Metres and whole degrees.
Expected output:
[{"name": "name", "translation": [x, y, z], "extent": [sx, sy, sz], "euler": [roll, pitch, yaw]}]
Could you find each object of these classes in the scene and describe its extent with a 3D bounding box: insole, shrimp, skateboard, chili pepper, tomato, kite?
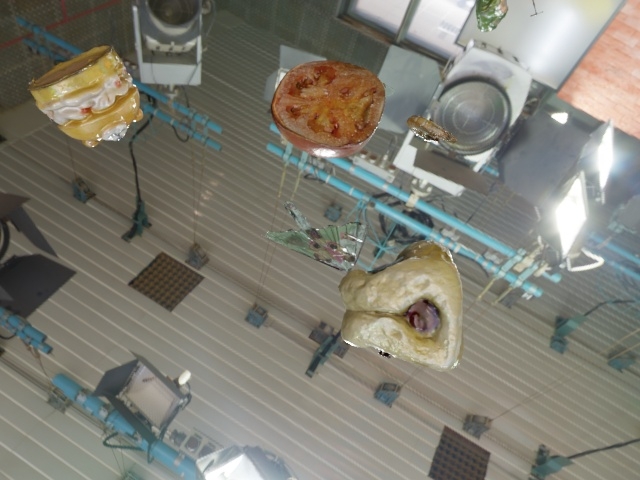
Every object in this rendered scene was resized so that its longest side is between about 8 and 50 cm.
[{"name": "insole", "translation": [0.202, -0.546, 1.576], "extent": [0.153, 0.053, 0.002], "euler": [12, -117, -34]}, {"name": "shrimp", "translation": [0.316, -0.304, 1.277], "extent": [0.162, 0.095, 0.045], "euler": [33, -113, 20]}, {"name": "skateboard", "translation": [0.565, -0.642, 1.171], "extent": [0.032, 0.064, 0.083], "euler": [-12, -93, 12]}, {"name": "chili pepper", "translation": [0.370, -0.513, 0.959], "extent": [0.076, 0.085, 0.359], "euler": [50, -153, 1]}, {"name": "tomato", "translation": [0.021, -0.358, 1.274], "extent": [0.338, 0.143, 0.338], "euler": [1, -120, -2]}, {"name": "kite", "translation": [0.000, 0.000, 1.011], "extent": [0.268, 0.323, 0.013], "euler": [47, -127, -34]}]

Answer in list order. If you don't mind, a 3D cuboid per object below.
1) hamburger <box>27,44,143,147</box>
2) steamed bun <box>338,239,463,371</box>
[{"name": "hamburger", "translation": [-0.649, -0.397, 1.272], "extent": [0.276, 0.237, 0.276], "euler": [-13, -140, 11]}, {"name": "steamed bun", "translation": [0.103, 0.089, 0.607], "extent": [0.155, 0.141, 0.172], "euler": [-5, -88, 3]}]
